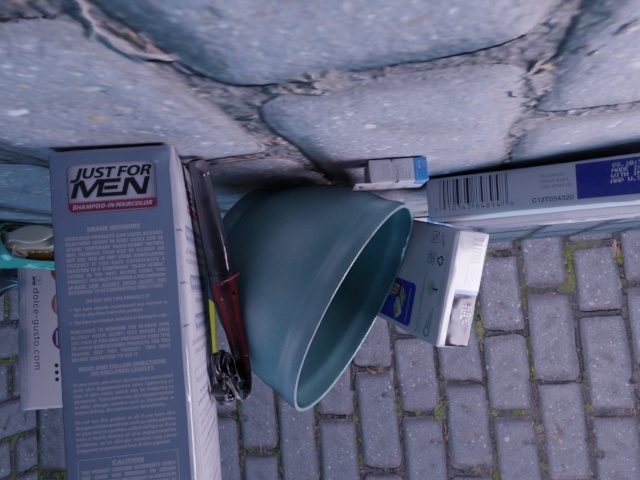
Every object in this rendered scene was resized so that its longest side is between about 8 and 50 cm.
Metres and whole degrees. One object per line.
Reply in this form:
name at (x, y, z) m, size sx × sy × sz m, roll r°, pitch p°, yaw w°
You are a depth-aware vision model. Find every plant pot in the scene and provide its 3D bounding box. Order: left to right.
plant pot at (-0.032, 0.046, 0.723) m, size 0.196 × 0.293 × 0.293 m, roll 27°, pitch -174°, yaw 19°

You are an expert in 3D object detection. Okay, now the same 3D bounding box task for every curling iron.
curling iron at (-0.103, 0.051, 0.572) m, size 0.035 × 0.274 × 0.068 m, roll -4°, pitch -168°, yaw 6°

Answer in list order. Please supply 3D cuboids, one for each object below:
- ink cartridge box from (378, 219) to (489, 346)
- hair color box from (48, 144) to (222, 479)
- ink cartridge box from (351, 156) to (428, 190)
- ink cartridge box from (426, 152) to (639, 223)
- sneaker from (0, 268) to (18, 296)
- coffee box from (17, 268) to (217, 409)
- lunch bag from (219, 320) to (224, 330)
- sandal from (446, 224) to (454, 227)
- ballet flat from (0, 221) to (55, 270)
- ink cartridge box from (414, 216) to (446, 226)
ink cartridge box at (0.123, 0.043, 0.876) m, size 0.065 × 0.165 × 0.333 m, roll 6°, pitch -173°, yaw -27°
hair color box at (-0.175, 0.110, 0.553) m, size 0.114 × 0.374 × 0.185 m, roll -4°, pitch 176°, yaw -6°
ink cartridge box at (0.078, -0.077, 0.632) m, size 0.083 × 0.028 × 0.048 m, roll -4°, pitch 175°, yaw -3°
ink cartridge box at (0.365, -0.065, 0.805) m, size 0.324 × 0.071 × 0.330 m, roll -5°, pitch 178°, yaw 29°
sneaker at (-0.813, 0.087, 1.278) m, size 0.300 × 0.121 × 0.111 m, roll -3°, pitch 175°, yaw -17°
coffee box at (-0.423, 0.161, 1.218) m, size 0.334 × 0.337 × 0.338 m, roll -4°, pitch 175°, yaw -1°
lunch bag at (-0.123, 0.135, 1.388) m, size 0.223 × 0.262 × 0.160 m, roll 7°, pitch 145°, yaw 30°
sandal at (0.234, 0.011, 1.446) m, size 0.265 × 0.102 × 0.076 m, roll -5°, pitch 173°, yaw -15°
ballet flat at (-0.454, 0.009, 0.931) m, size 0.087 × 0.083 × 0.247 m, roll -23°, pitch 169°, yaw 29°
ink cartridge box at (0.186, -0.004, 1.304) m, size 0.203 × 0.085 × 0.148 m, roll -3°, pitch 175°, yaw -4°
